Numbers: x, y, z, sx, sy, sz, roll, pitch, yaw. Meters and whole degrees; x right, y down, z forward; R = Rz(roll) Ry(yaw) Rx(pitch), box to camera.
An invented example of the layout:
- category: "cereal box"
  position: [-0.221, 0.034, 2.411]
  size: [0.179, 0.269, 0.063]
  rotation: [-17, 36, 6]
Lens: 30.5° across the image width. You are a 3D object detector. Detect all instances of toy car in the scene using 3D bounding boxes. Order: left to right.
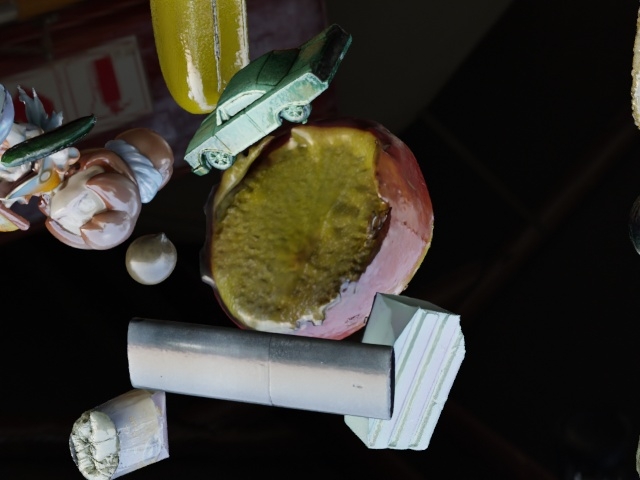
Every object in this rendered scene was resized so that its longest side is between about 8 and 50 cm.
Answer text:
- category: "toy car"
  position: [-0.089, -0.219, 1.806]
  size: [0.320, 0.097, 0.141]
  rotation: [-28, -153, 40]

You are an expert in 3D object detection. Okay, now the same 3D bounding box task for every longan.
- category: "longan"
  position: [-0.324, 0.031, 2.247]
  size: [0.113, 0.113, 0.092]
  rotation: [-32, -125, -34]

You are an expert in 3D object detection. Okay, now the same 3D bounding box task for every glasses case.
- category: "glasses case"
  position: [-0.210, -0.402, 1.980]
  size: [0.141, 0.371, 0.173]
  rotation: [-8, -162, -18]

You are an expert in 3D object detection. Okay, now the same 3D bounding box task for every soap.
- category: "soap"
  position: [0.120, 0.185, 1.711]
  size: [0.145, 0.231, 0.091]
  rotation: [9, -162, -36]

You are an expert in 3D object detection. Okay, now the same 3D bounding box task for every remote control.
- category: "remote control"
  position: [-0.084, 0.173, 1.603]
  size: [0.377, 0.107, 0.044]
  rotation: [4, -158, 16]

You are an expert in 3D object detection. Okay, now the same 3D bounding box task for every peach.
- category: "peach"
  position: [0.000, 0.000, 1.941]
  size: [0.339, 0.353, 0.416]
  rotation: [15, -145, 34]

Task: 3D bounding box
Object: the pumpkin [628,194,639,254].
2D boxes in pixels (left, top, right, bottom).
- category: "pumpkin"
  position: [0.745, -0.043, 2.368]
  size: [0.250, 0.216, 0.250]
  rotation: [-41, -155, 23]

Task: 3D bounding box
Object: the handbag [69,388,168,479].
- category: "handbag"
  position: [-0.302, 0.290, 1.756]
  size: [0.095, 0.117, 0.173]
  rotation: [-1, -174, 28]

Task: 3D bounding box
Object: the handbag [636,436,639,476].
- category: "handbag"
  position: [0.443, 0.263, 1.356]
  size: [0.127, 0.213, 0.235]
  rotation: [-3, -139, -17]

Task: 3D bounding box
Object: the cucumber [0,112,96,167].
- category: "cucumber"
  position: [-0.374, -0.137, 1.634]
  size: [0.036, 0.033, 0.184]
  rotation: [41, -143, 11]

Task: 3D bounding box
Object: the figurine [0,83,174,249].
- category: "figurine"
  position: [-0.465, -0.116, 2.061]
  size: [0.276, 0.388, 0.248]
  rotation: [-35, -136, 25]

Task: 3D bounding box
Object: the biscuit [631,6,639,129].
- category: "biscuit"
  position: [0.467, -0.259, 1.664]
  size: [0.033, 0.220, 0.220]
  rotation: [4, -148, 23]
